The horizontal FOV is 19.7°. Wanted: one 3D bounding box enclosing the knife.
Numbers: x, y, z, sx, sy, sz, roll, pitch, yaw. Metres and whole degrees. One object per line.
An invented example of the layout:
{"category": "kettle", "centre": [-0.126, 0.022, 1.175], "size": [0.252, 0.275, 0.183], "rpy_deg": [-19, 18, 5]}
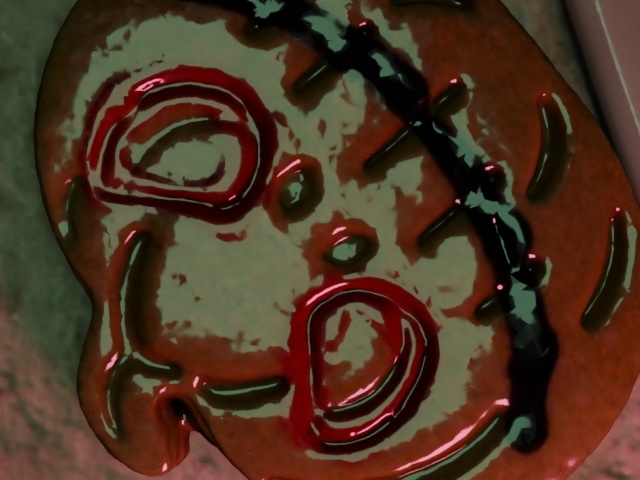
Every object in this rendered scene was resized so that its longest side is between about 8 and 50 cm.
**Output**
{"category": "knife", "centre": [0.178, -0.104, 1.015], "size": [0.073, 0.040, 0.266], "rpy_deg": [-22, 92, -17]}

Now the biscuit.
{"category": "biscuit", "centre": [0.000, 0.000, 0.976], "size": [0.314, 0.063, 0.367], "rpy_deg": [-40, 96, -8]}
